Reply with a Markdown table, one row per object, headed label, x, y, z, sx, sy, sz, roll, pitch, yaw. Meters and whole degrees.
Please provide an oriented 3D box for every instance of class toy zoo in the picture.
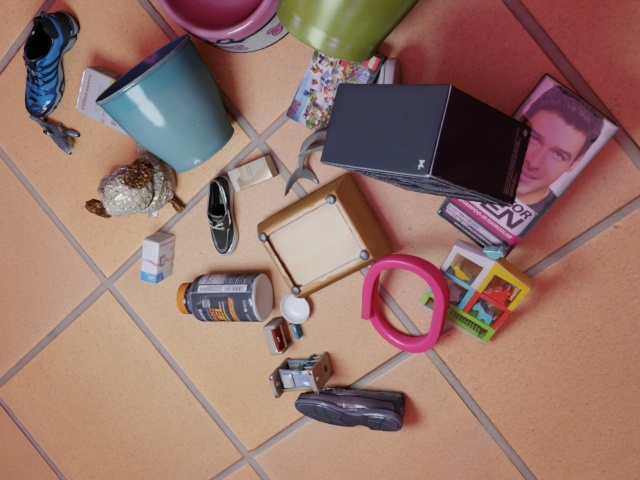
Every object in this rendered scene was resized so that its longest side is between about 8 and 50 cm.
| label | x | y | z | sx | sy | sz | roll | pitch | yaw |
| --- | --- | --- | --- | --- | --- | --- | --- | --- | --- |
| toy zoo | 0.359 | 0.112 | 1.583 | 0.192 | 0.030 | 0.293 | 31 | 140 | 8 |

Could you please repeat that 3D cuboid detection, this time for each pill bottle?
| label | x | y | z | sx | sy | sz | roll | pitch | yaw |
| --- | --- | --- | --- | --- | --- | --- | --- | --- | --- |
| pill bottle | -0.261 | 0.153 | 1.832 | 0.245 | 0.130 | 0.130 | -3 | 104 | 21 |

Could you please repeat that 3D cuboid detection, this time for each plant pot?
| label | x | y | z | sx | sy | sz | roll | pitch | yaw |
| --- | --- | --- | --- | --- | --- | --- | --- | --- | --- |
| plant pot | 0.077 | -0.577 | 1.405 | 0.366 | 0.366 | 0.353 | 35 | 126 | 7 |
| plant pot | -0.353 | -0.315 | 1.663 | 0.271 | 0.272 | 0.255 | -24 | 118 | 24 |

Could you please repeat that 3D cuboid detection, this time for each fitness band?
| label | x | y | z | sx | sy | sz | roll | pitch | yaw |
| --- | --- | --- | --- | --- | --- | --- | --- | --- | --- |
| fitness band | 0.204 | 0.153 | 1.660 | 0.209 | 0.054 | 0.291 | 18 | 131 | 19 |

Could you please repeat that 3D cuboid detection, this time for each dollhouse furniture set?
| label | x | y | z | sx | sy | sz | roll | pitch | yaw |
| --- | --- | --- | --- | --- | --- | --- | --- | --- | --- |
| dollhouse furniture set | -0.068 | 0.302 | 1.806 | 0.129 | 0.129 | 0.184 | -12 | 101 | 22 |

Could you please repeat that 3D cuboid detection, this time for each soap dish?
| label | x | y | z | sx | sy | sz | roll | pitch | yaw |
| --- | --- | --- | --- | --- | --- | --- | --- | --- | --- |
| soap dish | 0.000 | 0.000 | 1.701 | 0.290 | 0.118 | 0.229 | -28 | 94 | 25 |

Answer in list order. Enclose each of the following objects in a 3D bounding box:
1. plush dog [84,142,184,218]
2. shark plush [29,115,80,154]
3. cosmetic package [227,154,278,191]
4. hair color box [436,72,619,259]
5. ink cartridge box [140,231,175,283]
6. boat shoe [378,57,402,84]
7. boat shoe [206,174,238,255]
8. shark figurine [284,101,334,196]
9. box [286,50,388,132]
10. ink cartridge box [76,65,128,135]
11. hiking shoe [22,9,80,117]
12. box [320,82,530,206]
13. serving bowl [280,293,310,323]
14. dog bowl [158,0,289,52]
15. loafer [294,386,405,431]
| label | x | y | z | sx | sy | sz | roll | pitch | yaw |
| --- | --- | --- | --- | --- | --- | --- | --- | --- | --- |
| plush dog | -0.478 | -0.129 | 1.775 | 0.262 | 0.225 | 0.211 | -39 | 90 | 24 |
| shark plush | -0.741 | -0.306 | 1.905 | 0.073 | 0.067 | 0.161 | -42 | 89 | 25 |
| cosmetic package | -0.173 | -0.172 | 1.755 | 0.115 | 0.041 | 0.060 | -21 | 97 | 24 |
| hair color box | 0.445 | -0.157 | 1.500 | 0.185 | 0.113 | 0.374 | 38 | 113 | 5 |
| ink cartridge box | -0.449 | 0.046 | 1.890 | 0.052 | 0.088 | 0.122 | 13 | 109 | 16 |
| boat shoe | 0.132 | -0.289 | 1.590 | 0.088 | 0.096 | 0.268 | 11 | 115 | 16 |
| boat shoe | -0.269 | -0.060 | 1.806 | 0.077 | 0.070 | 0.219 | 3 | 106 | 19 |
| shark figurine | -0.010 | -0.209 | 1.602 | 0.278 | 0.116 | 0.166 | -18 | 105 | 45 |
| box | 0.036 | -0.363 | 1.624 | 0.159 | 0.044 | 0.233 | 30 | 113 | 10 |
| ink cartridge box | -0.543 | -0.371 | 1.813 | 0.175 | 0.072 | 0.127 | 26 | 113 | 11 |
| hiking shoe | -0.752 | -0.470 | 1.827 | 0.113 | 0.132 | 0.304 | 27 | 113 | 10 |
| box | 0.214 | -0.197 | 1.396 | 0.296 | 0.294 | 0.183 | 14 | 93 | 46 |
| serving bowl | -0.064 | 0.178 | 1.825 | 0.083 | 0.027 | 0.083 | 5 | 106 | 18 |
| dog bowl | -0.219 | -0.642 | 1.579 | 0.407 | 0.150 | 0.408 | 6 | 107 | 19 |
| loafer | 0.082 | 0.438 | 1.828 | 0.302 | 0.095 | 0.109 | 3 | 136 | 23 |
